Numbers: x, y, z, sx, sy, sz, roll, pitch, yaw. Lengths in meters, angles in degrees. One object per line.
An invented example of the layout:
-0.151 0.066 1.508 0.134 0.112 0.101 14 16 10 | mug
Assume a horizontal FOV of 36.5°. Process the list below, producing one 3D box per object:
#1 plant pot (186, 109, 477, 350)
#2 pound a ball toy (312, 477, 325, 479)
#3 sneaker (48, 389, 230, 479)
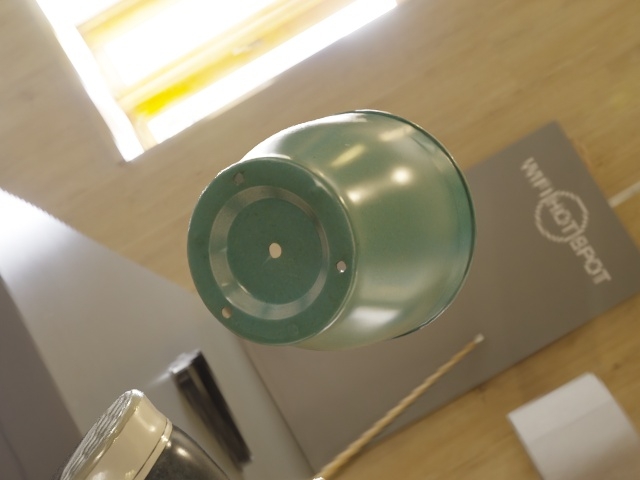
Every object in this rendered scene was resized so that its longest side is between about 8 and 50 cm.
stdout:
0.000 0.000 1.021 0.271 0.272 0.255 60 24 6 | plant pot
-0.008 0.389 0.945 0.208 0.136 0.319 53 7 0 | pound a ball toy
-0.094 0.199 0.439 0.163 0.226 0.086 41 12 -13 | sneaker
